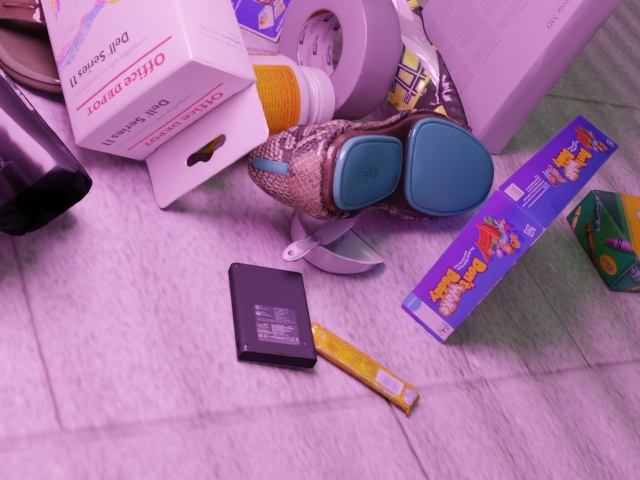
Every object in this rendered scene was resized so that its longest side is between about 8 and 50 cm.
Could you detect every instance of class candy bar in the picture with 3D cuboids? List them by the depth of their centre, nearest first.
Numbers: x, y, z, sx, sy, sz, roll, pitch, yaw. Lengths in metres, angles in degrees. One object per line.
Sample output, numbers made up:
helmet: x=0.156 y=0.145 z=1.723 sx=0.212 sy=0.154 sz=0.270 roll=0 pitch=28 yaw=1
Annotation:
candy bar: x=0.051 y=0.155 z=1.076 sx=0.161 sy=0.018 sz=0.040 roll=34 pitch=47 yaw=-1

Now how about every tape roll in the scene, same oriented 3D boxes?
tape roll: x=0.025 y=-0.295 z=1.372 sx=0.072 sy=0.219 sz=0.219 roll=-2 pitch=51 yaw=-38

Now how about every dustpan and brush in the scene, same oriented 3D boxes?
dustpan and brush: x=0.000 y=0.000 z=1.168 sx=0.147 sy=0.060 sz=0.211 roll=42 pitch=38 yaw=10

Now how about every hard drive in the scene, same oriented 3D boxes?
hard drive: x=-0.058 y=0.087 z=1.059 sx=0.094 sy=0.022 sz=0.135 roll=10 pitch=44 yaw=-22

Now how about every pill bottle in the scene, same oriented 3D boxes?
pill bottle: x=-0.101 y=-0.192 z=1.234 sx=0.246 sy=0.136 sz=0.136 roll=-9 pitch=55 yaw=-42

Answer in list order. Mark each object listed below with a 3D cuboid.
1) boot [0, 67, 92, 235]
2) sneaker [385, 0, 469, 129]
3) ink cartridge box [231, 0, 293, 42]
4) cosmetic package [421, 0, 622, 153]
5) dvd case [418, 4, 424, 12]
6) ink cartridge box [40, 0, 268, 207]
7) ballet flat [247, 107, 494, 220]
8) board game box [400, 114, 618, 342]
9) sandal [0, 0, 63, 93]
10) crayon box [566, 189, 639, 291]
boot: x=-0.412 y=-0.208 z=0.992 sx=0.445 sy=0.146 sz=0.367 roll=46 pitch=8 yaw=-1
sneaker: x=0.134 y=-0.272 z=1.488 sx=0.384 sy=0.147 sz=0.145 roll=64 pitch=5 yaw=3
ink cartridge box: x=-0.120 y=-0.454 z=1.445 sx=0.208 sy=0.206 sz=0.045 roll=20 pitch=34 yaw=-20
cosmetic package: x=0.319 y=-0.382 z=1.553 sx=0.097 sy=0.377 sz=0.284 roll=1 pitch=49 yaw=-35
dvd case: x=0.149 y=-0.465 z=1.809 sx=0.221 sy=0.018 sz=0.164 roll=26 pitch=39 yaw=-12
ink cartridge box: x=-0.212 y=-0.239 z=1.078 sx=0.119 sy=0.207 sz=0.353 roll=10 pitch=56 yaw=-55
ballet flat: x=0.073 y=-0.112 z=1.257 sx=0.182 sy=0.164 sz=0.483 roll=14 pitch=12 yaw=33
board game box: x=0.275 y=-0.026 z=1.260 sx=0.078 sy=0.233 sz=0.347 roll=42 pitch=39 yaw=9
sandal: x=-0.391 y=-0.305 z=1.177 sx=0.120 sy=0.086 sz=0.302 roll=-21 pitch=66 yaw=-46
crayon box: x=0.589 y=0.008 z=1.581 sx=0.279 sy=0.081 sz=0.165 roll=5 pitch=46 yaw=-33
